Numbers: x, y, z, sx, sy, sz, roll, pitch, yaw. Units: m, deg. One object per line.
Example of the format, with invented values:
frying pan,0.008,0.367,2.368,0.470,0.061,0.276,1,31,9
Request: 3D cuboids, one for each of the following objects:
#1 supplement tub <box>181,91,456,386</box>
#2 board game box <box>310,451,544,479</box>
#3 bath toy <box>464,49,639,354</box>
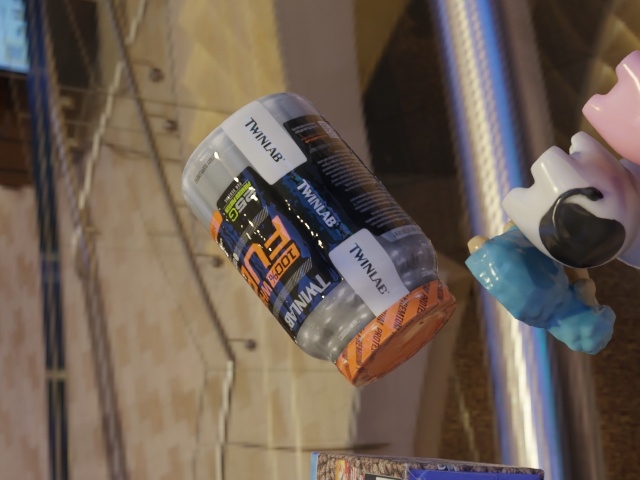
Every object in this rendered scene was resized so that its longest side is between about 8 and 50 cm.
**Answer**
supplement tub,0.000,0.000,1.479,0.316,0.193,0.193,50,126,19
board game box,0.092,0.333,1.282,0.291,0.141,0.232,160,115,-71
bath toy,0.253,-0.063,0.912,0.129,0.151,0.348,48,130,16
